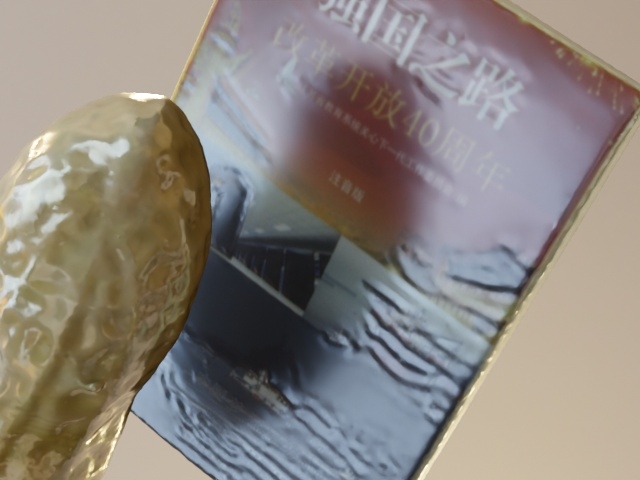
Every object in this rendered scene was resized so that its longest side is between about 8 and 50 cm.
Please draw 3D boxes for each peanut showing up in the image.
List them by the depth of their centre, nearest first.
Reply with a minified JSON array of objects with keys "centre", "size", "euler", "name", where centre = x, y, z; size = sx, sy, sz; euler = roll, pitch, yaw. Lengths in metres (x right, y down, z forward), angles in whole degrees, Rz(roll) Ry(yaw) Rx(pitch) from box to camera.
[{"centre":[-0.152,0.050,0.828],"size":[0.149,0.313,0.149],"euler":[20,-145,-15],"name":"peanut"}]

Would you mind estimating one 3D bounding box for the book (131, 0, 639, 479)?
[{"centre":[0.000,0.000,0.899],"size":[0.028,0.262,0.374],"euler":[-19,-39,-57],"name":"book"}]
